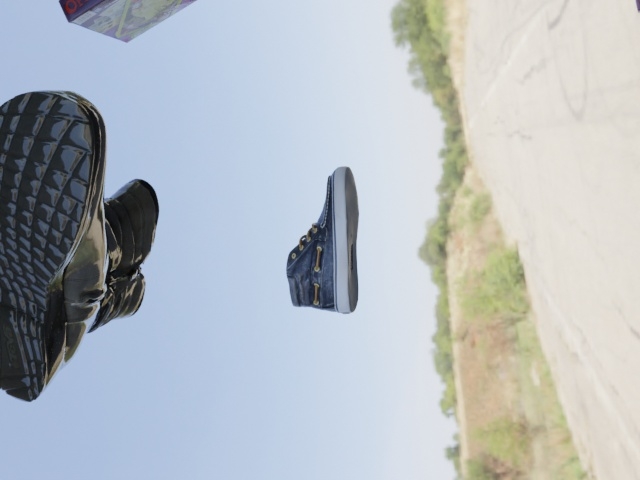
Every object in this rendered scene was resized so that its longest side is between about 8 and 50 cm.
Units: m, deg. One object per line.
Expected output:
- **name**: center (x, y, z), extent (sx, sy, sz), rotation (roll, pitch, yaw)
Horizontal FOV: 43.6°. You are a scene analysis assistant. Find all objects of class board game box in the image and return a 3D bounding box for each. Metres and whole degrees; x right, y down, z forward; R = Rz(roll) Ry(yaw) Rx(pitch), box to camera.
- **board game box**: center (-0.244, -0.452, 1.351), extent (0.056, 0.347, 0.208), rotation (65, -166, 7)

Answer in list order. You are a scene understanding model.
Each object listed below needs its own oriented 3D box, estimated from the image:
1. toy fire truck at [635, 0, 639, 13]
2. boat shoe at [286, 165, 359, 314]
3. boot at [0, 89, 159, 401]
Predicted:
- **toy fire truck**: center (0.208, -0.176, 0.289), extent (0.217, 0.159, 0.246), rotation (-2, 99, 62)
- **boat shoe**: center (0.000, 0.000, 0.980), extent (0.065, 0.083, 0.183), rotation (-28, -60, -70)
- **boot**: center (-0.172, -0.015, 0.580), extent (0.161, 0.084, 0.246), rotation (-51, -16, -57)
